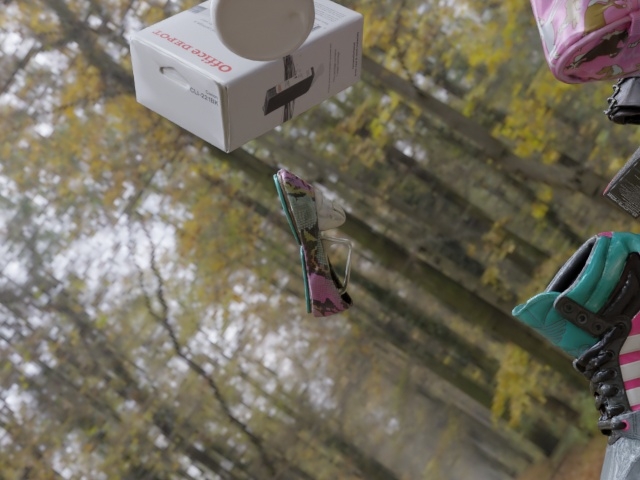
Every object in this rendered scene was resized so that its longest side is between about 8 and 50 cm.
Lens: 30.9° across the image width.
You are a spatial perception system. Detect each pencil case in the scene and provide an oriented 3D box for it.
[{"bbox_3d":[0.314,-0.382,1.392,0.167,0.386,0.160,-18,-23,19],"label":"pencil case"}]

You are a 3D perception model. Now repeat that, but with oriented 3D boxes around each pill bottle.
[{"bbox_3d":[-0.072,-0.306,1.338,0.208,0.118,0.117,-99,27,-52],"label":"pill bottle"}]

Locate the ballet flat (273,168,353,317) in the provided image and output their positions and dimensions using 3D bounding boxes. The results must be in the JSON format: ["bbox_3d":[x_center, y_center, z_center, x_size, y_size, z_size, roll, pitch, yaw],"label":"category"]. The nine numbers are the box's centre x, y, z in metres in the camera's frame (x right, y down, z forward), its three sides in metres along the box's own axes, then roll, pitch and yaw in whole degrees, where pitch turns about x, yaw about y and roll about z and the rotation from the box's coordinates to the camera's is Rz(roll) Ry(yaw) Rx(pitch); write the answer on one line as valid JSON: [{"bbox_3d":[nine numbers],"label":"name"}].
[{"bbox_3d":[0.000,0.000,1.513,0.077,0.079,0.221,-91,-11,-64],"label":"ballet flat"}]

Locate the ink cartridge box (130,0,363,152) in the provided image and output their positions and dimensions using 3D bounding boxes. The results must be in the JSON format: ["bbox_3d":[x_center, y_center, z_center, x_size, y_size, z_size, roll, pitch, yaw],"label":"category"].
[{"bbox_3d":[-0.102,-0.255,1.625,0.273,0.197,0.114,-32,-41,-36],"label":"ink cartridge box"}]

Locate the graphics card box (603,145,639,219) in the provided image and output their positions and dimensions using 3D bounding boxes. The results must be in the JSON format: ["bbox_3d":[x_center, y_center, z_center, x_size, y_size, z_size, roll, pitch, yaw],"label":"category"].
[{"bbox_3d":[0.656,-0.186,2.106,0.233,0.094,0.371,-49,-9,-9],"label":"graphics card box"}]

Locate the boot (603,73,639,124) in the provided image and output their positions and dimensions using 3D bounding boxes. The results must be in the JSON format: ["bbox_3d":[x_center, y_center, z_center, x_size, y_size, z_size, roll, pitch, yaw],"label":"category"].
[{"bbox_3d":[0.480,-0.284,1.791,0.229,0.263,0.091,-69,-27,-21],"label":"boot"}]

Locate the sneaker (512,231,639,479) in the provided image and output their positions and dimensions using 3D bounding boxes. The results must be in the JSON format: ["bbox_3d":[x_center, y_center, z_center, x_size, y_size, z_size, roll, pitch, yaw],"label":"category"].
[{"bbox_3d":[0.267,0.117,1.115,0.124,0.179,0.295,117,171,-73],"label":"sneaker"}]
